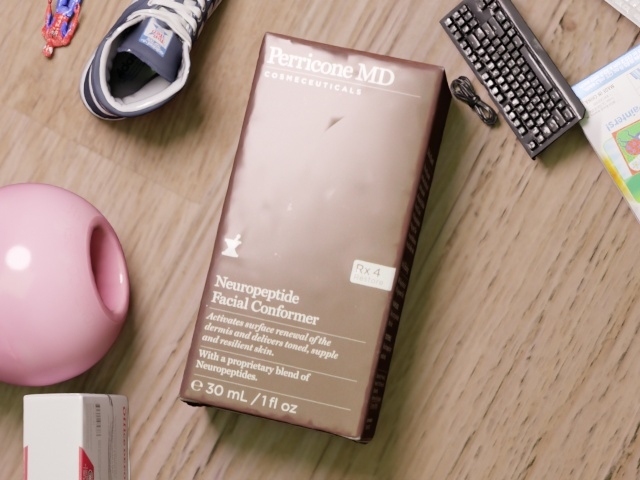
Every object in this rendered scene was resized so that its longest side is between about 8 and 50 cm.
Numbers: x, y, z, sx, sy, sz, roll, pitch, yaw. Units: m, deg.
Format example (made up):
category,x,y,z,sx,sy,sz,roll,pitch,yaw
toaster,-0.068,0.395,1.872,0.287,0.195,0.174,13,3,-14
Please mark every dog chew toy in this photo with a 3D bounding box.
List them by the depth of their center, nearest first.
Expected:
category,x,y,z,sx,sy,sz,roll,pitch,yaw
dog chew toy,-0.367,0.060,1.669,0.332,0.206,0.206,-11,83,14

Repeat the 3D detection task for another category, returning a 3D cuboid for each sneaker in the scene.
category,x,y,z,sx,sy,sz,roll,pitch,yaw
sneaker,-0.151,-0.244,1.681,0.099,0.153,0.282,30,91,-14

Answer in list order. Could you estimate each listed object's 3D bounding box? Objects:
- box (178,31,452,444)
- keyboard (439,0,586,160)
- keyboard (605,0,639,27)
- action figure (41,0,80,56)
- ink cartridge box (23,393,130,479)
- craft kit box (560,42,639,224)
category,x,y,z,sx,sy,sz,roll,pitch,yaw
box,0.000,0.000,1.656,0.191,0.143,0.381,12,84,8
keyboard,0.185,-0.168,1.687,0.108,0.023,0.180,-42,70,29
keyboard,0.332,-0.250,1.649,0.072,0.014,0.256,-46,54,4
action figure,-0.275,-0.252,1.771,0.038,0.030,0.115,20,89,3
ink cartridge box,-0.244,0.209,1.655,0.063,0.150,0.109,-2,83,10
craft kit box,0.410,-0.108,1.639,0.250,0.061,0.246,-31,78,14
